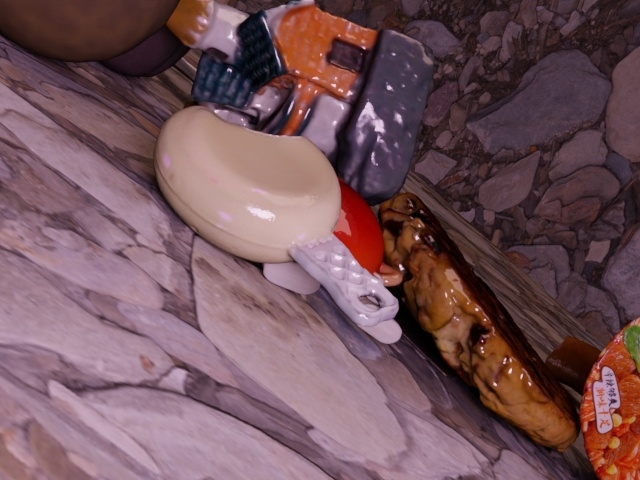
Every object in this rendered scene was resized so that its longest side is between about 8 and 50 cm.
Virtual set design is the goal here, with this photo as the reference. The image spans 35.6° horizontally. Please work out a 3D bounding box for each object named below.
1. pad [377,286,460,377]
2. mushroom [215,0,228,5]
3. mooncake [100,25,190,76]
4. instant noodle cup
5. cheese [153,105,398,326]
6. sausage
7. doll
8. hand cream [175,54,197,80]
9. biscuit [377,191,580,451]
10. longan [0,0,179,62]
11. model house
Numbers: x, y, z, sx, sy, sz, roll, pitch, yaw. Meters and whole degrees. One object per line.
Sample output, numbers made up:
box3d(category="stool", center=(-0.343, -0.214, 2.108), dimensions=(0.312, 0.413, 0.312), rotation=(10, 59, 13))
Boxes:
box3d(category="pad", center=(0.070, 0.056, 1.198), dimensions=(0.330, 0.004, 0.220), rotation=(44, 11, 25))
box3d(category="mushroom", center=(-0.168, -0.339, 1.453), dimensions=(0.301, 0.233, 0.208), rotation=(39, 17, 4))
box3d(category="mooncake", center=(-0.260, -0.303, 1.228), dimensions=(0.245, 0.133, 0.245), rotation=(38, 10, -8))
box3d(category="instant noodle cup", center=(0.409, 0.215, 1.048), dimensions=(0.250, 0.250, 0.192), rotation=(46, -5, 36))
box3d(category="cheese", center=(-0.045, -0.019, 0.844), dimensions=(0.163, 0.071, 0.249), rotation=(2, 41, -30))
box3d(category="sausage", center=(0.455, 0.247, 1.490), dimensions=(0.302, 0.076, 0.103), rotation=(45, -31, 37))
box3d(category="doll", center=(0.000, 0.000, 0.986), dimensions=(0.183, 0.085, 0.217), rotation=(29, 29, -23))
box3d(category="hand cream", center=(-0.220, -0.290, 1.637), dimensions=(0.216, 0.038, 0.052), rotation=(44, 33, -8))
box3d(category="biscuit", center=(0.161, 0.089, 1.095), dimensions=(0.289, 0.081, 0.334), rotation=(40, 15, -47))
box3d(category="longan", center=(-0.262, -0.309, 0.973), dimensions=(0.300, 0.243, 0.300), rotation=(39, -28, 25))
box3d(category="model house", center=(-0.063, -0.170, 1.142), dimensions=(0.300, 0.190, 0.271), rotation=(22, -8, -22))
